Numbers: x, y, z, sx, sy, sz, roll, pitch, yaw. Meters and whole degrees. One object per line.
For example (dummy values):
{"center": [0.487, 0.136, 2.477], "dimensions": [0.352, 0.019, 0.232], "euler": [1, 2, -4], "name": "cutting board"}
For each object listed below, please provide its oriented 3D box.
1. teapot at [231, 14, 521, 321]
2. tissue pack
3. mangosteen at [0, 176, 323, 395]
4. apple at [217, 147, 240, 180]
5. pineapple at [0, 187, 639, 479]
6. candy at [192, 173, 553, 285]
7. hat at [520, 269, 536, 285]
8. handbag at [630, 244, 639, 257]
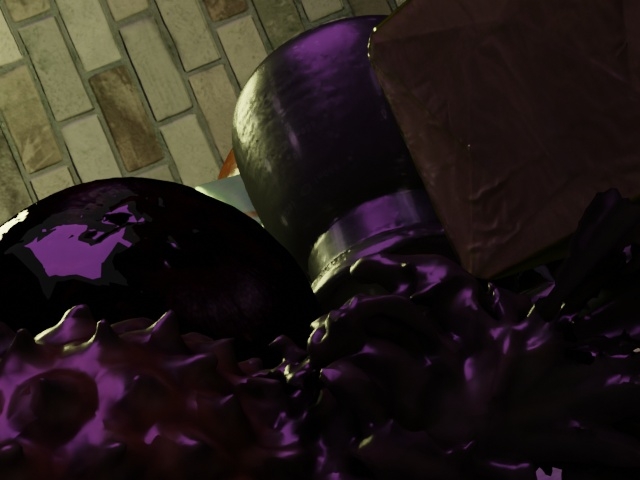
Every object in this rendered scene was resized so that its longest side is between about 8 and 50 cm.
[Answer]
{"center": [0.020, -0.003, 1.230], "dimensions": [0.305, 0.285, 0.223], "euler": [-26, -39, 14], "name": "teapot"}
{"center": [0.202, -0.107, 0.788], "dimensions": [0.274, 0.167, 0.200], "euler": [-17, -9, -38], "name": "tissue pack"}
{"center": [-0.108, 0.095, 0.824], "dimensions": [0.228, 0.228, 0.265], "euler": [-24, -40, -42], "name": "mangosteen"}
{"center": [0.004, -0.044, 1.984], "dimensions": [0.319, 0.277, 0.319], "euler": [-11, -22, -4], "name": "apple"}
{"center": [-0.025, 0.091, 0.515], "dimensions": [0.361, 0.175, 0.175], "euler": [-10, 2, 4], "name": "pineapple"}
{"center": [0.002, 0.002, 1.497], "dimensions": [0.398, 0.263, 0.172], "euler": [-26, -31, 20], "name": "candy"}
{"center": [0.164, -0.036, 1.653], "dimensions": [0.366, 0.257, 0.382], "euler": [-27, -16, -44], "name": "hat"}
{"center": [0.308, -0.020, 0.740], "dimensions": [0.223, 0.080, 0.247], "euler": [-17, -7, -34], "name": "handbag"}
